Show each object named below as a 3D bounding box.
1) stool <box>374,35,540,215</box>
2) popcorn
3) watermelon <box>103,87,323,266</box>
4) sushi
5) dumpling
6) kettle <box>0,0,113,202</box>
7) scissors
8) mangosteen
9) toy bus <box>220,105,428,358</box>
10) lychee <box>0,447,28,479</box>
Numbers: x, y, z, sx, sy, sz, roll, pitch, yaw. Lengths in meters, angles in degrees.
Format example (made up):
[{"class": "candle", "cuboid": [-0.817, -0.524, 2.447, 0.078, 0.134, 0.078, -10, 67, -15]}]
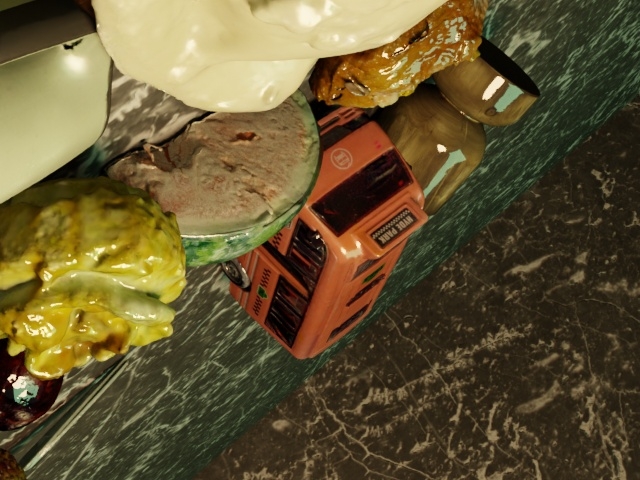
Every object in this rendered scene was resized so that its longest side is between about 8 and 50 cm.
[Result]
[{"class": "stool", "cuboid": [0.198, -0.191, 1.713, 0.264, 0.179, 0.179, -49, 165, 23]}, {"class": "popcorn", "cuboid": [-0.248, 0.028, 1.083, 0.221, 0.183, 0.204, -12, 145, -2]}, {"class": "watermelon", "cuboid": [-0.114, -0.077, 1.289, 0.224, 0.180, 0.305, 5, -148, 44]}, {"class": "sushi", "cuboid": [0.116, -0.271, 1.334, 0.296, 0.167, 0.179, -52, 146, -2]}, {"class": "dumpling", "cuboid": [-0.019, -0.232, 0.700, 0.316, 0.233, 0.395, -12, 153, -43]}, {"class": "kettle", "cuboid": [-0.262, -0.089, 0.717, 0.255, 0.165, 0.240, -32, -173, -40]}, {"class": "scissors", "cuboid": [-0.455, 0.345, 1.647, 0.447, 0.029, 0.193, -47, -160, -21]}, {"class": "mangosteen", "cuboid": [-0.365, 0.140, 1.217, 0.152, 0.152, 0.152, -41, 165, -13]}, {"class": "toy bus", "cuboid": [0.000, 0.000, 1.603, 0.203, 0.233, 0.427, -37, 165, -26]}, {"class": "lychee", "cuboid": [-0.477, 0.357, 1.475, 0.171, 0.171, 0.171, -41, 165, -13]}]
